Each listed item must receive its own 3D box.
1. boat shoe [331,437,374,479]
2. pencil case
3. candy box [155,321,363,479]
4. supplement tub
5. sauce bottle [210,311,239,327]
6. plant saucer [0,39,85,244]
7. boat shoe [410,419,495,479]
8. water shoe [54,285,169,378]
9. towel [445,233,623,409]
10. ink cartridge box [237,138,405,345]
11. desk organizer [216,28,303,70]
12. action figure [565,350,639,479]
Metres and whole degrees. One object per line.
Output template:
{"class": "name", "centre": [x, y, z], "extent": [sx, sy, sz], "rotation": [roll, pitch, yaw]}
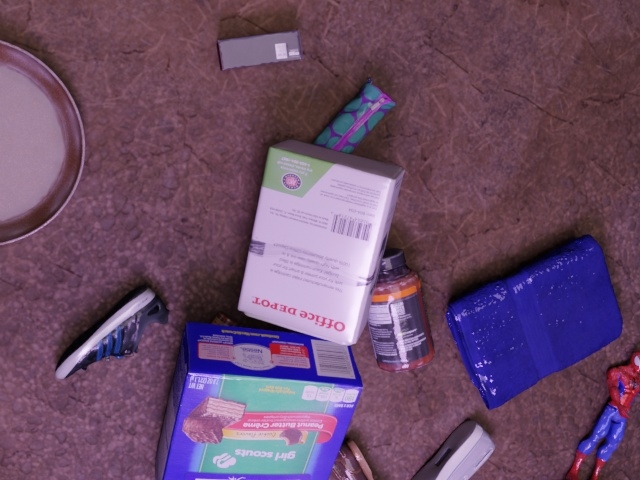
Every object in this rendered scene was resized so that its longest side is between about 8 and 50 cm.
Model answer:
{"class": "boat shoe", "centre": [0.073, 0.455, 1.389], "extent": [0.073, 0.073, 0.207], "rotation": [-31, 94, -14]}
{"class": "pencil case", "centre": [0.053, -0.190, 1.288], "extent": [0.064, 0.070, 0.152], "rotation": [41, 89, -15]}
{"class": "candy box", "centre": [-0.109, 0.298, 1.240], "extent": [0.268, 0.122, 0.317], "rotation": [8, 123, -15]}
{"class": "supplement tub", "centre": [0.128, 0.116, 1.334], "extent": [0.106, 0.106, 0.198], "rotation": [-15, 101, -11]}
{"class": "sauce bottle", "centre": [-0.185, 0.181, 1.303], "extent": [0.042, 0.042, 0.128], "rotation": [31, 89, -16]}
{"class": "plant saucer", "centre": [-0.514, -0.147, 1.173], "extent": [0.310, 0.050, 0.311], "rotation": [-2, 100, -13]}
{"class": "boat shoe", "centre": [0.233, 0.436, 1.420], "extent": [0.081, 0.079, 0.227], "rotation": [43, 84, -11]}
{"class": "water shoe", "centre": [-0.331, 0.164, 1.250], "extent": [0.203, 0.073, 0.080], "rotation": [-42, 107, -4]}
{"class": "towel", "centre": [0.389, 0.143, 1.421], "extent": [0.308, 0.076, 0.228], "rotation": [-26, 110, -9]}
{"class": "ink cartridge box", "centre": [0.000, 0.000, 1.226], "extent": [0.198, 0.115, 0.273], "rotation": [16, 107, 10]}
{"class": "desk organizer", "centre": [-0.098, -0.302, 1.246], "extent": [0.130, 0.050, 0.047], "rotation": [-11, 101, -11]}
{"class": "action figure", "centre": [0.569, 0.346, 1.460], "extent": [0.091, 0.139, 0.281], "rotation": [20, 91, -16]}
